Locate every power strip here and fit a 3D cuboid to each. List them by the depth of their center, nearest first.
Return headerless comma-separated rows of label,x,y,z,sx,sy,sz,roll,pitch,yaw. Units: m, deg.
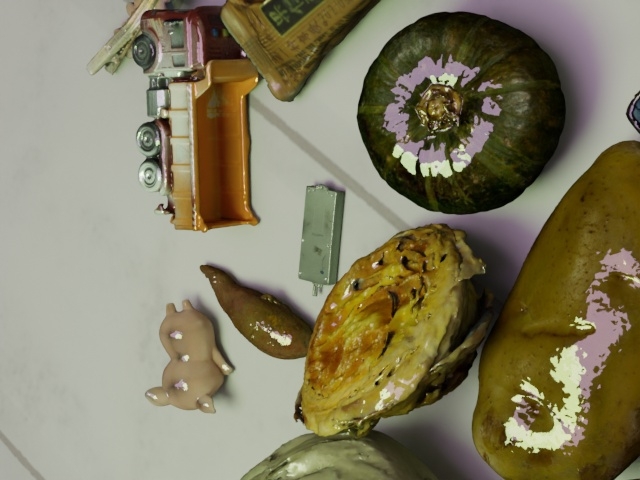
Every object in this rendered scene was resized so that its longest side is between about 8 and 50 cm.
power strip,0.000,0.000,1.844,0.051,0.019,0.136,11,101,35

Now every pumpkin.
pumpkin,0.149,-0.134,1.633,0.223,0.157,0.224,0,89,20

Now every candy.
candy,-0.003,-0.275,1.766,0.271,0.101,0.143,-35,92,39

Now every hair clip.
hair clip,-0.230,-0.276,1.961,0.062,0.056,0.214,55,132,10

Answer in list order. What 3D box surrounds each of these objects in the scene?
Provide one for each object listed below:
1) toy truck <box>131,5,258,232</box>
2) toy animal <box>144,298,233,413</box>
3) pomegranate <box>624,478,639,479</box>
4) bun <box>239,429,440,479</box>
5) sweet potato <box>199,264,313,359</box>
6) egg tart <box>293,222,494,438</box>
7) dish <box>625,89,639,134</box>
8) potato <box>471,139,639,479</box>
toy truck,-0.150,-0.149,1.886,0.135,0.114,0.271,2,98,38
toy animal,-0.170,0.150,1.950,0.083,0.089,0.150,-17,75,41
pomegranate,0.309,0.375,1.483,0.319,0.319,0.319,4,97,37
bun,0.004,0.374,1.677,0.326,0.234,0.362,-16,52,60
sweet potato,-0.084,0.089,1.890,0.226,0.068,0.068,34,114,31
egg tart,0.092,0.112,1.667,0.132,0.297,0.297,41,126,-18
dish,0.433,-0.099,1.463,0.182,0.080,0.243,-49,64,29
potato,0.278,0.082,1.565,0.176,0.195,0.369,17,101,-10
